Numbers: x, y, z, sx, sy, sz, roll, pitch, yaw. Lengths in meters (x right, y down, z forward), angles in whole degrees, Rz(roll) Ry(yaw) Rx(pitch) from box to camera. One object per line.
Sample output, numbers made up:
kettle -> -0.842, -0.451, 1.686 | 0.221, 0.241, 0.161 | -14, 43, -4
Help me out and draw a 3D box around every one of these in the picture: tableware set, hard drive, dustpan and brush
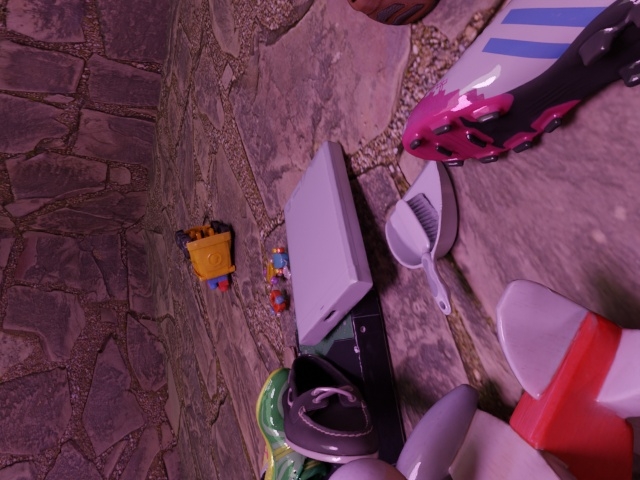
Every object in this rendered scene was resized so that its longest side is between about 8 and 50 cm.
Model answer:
tableware set -> -0.042, 0.293, 1.039 | 0.168, 0.020, 0.141 | -47, 50, 54
hard drive -> 0.044, 0.268, 0.831 | 0.237, 0.064, 0.339 | -31, 66, 58
hard drive -> 0.000, 0.000, 0.831 | 0.203, 0.040, 0.307 | -54, 35, 42
dustpan and brush -> 0.142, 0.003, 0.627 | 0.147, 0.060, 0.211 | -60, 42, 45

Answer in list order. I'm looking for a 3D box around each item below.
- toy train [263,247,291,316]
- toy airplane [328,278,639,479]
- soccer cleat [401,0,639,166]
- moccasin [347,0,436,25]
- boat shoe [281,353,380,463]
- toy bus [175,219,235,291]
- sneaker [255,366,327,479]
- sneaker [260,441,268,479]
toy train -> -0.085, 0.090, 1.076 | 0.125, 0.046, 0.166 | 64, 147, 35
toy airplane -> 0.135, 0.216, 0.377 | 0.384, 0.272, 0.386 | -72, -14, -50
soccer cleat -> 0.208, -0.182, 0.462 | 0.331, 0.116, 0.143 | -23, 56, 58
moccasin -> 0.065, -0.486, 0.634 | 0.139, 0.147, 0.380 | 1, 94, 62
boat shoe -> -0.002, 0.228, 0.682 | 0.335, 0.112, 0.095 | 147, 123, -76
toy bus -> -0.352, 0.056, 1.489 | 0.220, 0.149, 0.211 | 20, 126, 62
sneaker -> -0.041, 0.379, 0.854 | 0.123, 0.109, 0.295 | -11, 80, 39
sneaker -> -0.096, 0.482, 1.107 | 0.208, 0.081, 0.094 | -69, 29, 26
